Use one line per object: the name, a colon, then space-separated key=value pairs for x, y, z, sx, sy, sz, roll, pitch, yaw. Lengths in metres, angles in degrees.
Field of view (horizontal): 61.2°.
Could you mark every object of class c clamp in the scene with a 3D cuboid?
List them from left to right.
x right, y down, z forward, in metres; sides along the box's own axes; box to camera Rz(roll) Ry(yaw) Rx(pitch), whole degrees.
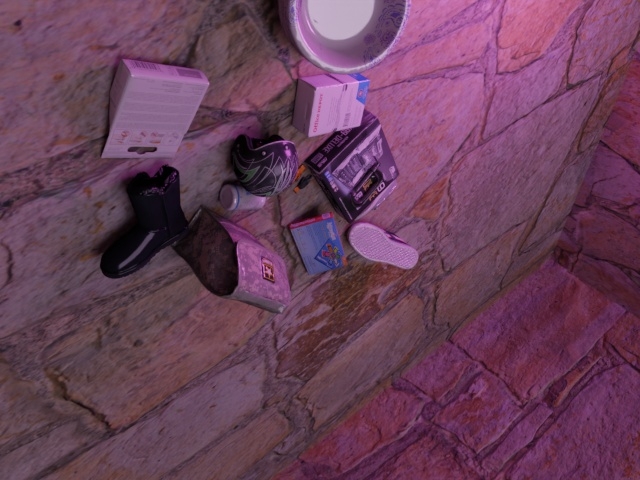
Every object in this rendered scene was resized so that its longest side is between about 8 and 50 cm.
c clamp: x=0.141 y=-0.178 z=1.686 sx=0.161 sy=0.022 sz=0.137 roll=-54 pitch=151 yaw=5

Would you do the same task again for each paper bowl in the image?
paper bowl: x=0.044 y=-0.527 z=1.199 sx=0.284 sy=0.148 sz=0.284 roll=-11 pitch=125 yaw=-16

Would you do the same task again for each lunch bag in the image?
lunch bag: x=-0.215 y=0.069 z=1.435 sx=0.169 sy=0.287 sz=0.235 roll=-51 pitch=145 yaw=5

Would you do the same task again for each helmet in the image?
helmet: x=-0.136 y=-0.192 z=1.370 sx=0.169 sy=0.161 sz=0.169 roll=-29 pitch=142 yaw=-26

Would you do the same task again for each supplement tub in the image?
supplement tub: x=-0.209 y=-0.116 z=1.449 sx=0.107 sy=0.071 sz=0.071 roll=-7 pitch=129 yaw=-46

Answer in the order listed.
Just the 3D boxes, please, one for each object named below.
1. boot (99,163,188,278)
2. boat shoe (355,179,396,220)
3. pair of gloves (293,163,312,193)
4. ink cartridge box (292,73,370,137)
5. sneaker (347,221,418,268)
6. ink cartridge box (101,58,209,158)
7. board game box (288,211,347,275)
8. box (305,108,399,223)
boot: x=-0.422 y=-0.048 z=1.254 sx=0.246 sy=0.094 sz=0.207 roll=-37 pitch=149 yaw=-28
boat shoe: x=0.183 y=-0.142 z=1.851 sx=0.227 sy=0.079 sz=0.081 roll=-47 pitch=142 yaw=-7
pair of gloves: x=-0.060 y=-0.180 z=1.603 sx=0.074 sy=0.010 sz=0.083 roll=-46 pitch=147 yaw=-3
ink cartridge box: x=0.028 y=-0.367 z=1.446 sx=0.190 sy=0.082 sz=0.140 roll=-19 pitch=136 yaw=-34
sneaker: x=0.211 y=0.014 z=2.020 sx=0.321 sy=0.127 sz=0.126 roll=26 pitch=99 yaw=-30
ink cartridge box: x=-0.362 y=-0.273 z=1.156 sx=0.181 sy=0.056 sz=0.225 roll=-8 pitch=149 yaw=-44
board game box: x=-0.002 y=0.017 z=1.799 sx=0.145 sy=0.027 sz=0.281 roll=-15 pitch=143 yaw=3
box: x=0.109 y=-0.224 z=1.687 sx=0.242 sy=0.076 sz=0.307 roll=-44 pitch=146 yaw=-6
